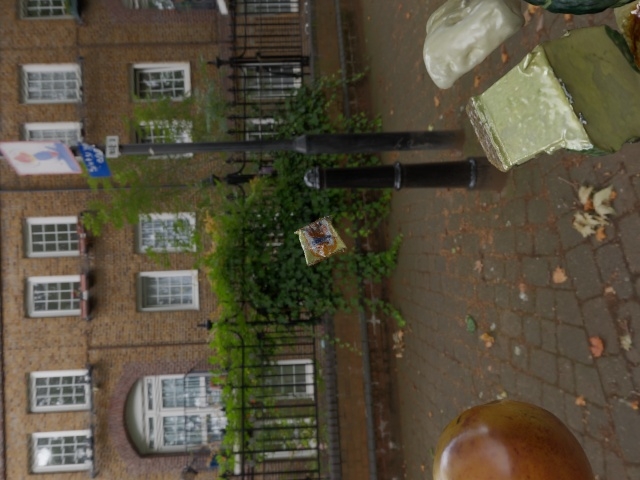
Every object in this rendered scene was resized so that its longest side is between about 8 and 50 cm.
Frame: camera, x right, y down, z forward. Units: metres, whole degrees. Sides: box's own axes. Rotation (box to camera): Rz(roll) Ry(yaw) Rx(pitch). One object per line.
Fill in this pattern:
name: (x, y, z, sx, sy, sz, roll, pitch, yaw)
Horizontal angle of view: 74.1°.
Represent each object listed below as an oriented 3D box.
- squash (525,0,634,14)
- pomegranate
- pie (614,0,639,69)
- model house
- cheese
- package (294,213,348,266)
squash: (0.331, -0.401, 0.489, 0.165, 0.253, 0.251, -50, -37, -60)
pomegranate: (0.316, 0.402, 0.702, 0.264, 0.265, 0.263, 178, 90, -87)
pie: (0.613, -0.370, 0.733, 0.205, 0.084, 0.179, 60, 167, -6)
model house: (0.496, -0.269, 0.913, 0.261, 0.321, 0.266, 64, 151, 1)
cheese: (0.256, -0.376, 0.731, 0.093, 0.159, 0.262, 45, -140, -21)
package: (-0.001, -0.002, 1.055, 0.031, 0.108, 0.120, 65, -179, -60)
